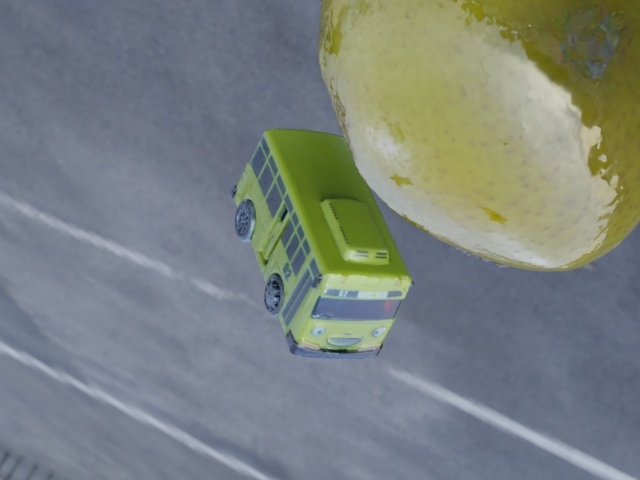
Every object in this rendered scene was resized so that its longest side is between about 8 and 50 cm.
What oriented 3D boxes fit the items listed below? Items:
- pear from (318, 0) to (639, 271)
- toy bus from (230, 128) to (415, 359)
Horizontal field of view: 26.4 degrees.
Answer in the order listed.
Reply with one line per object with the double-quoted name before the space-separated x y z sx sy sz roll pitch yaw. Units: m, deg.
"pear" 0.184 -0.168 1.154 0.386 0.340 0.191 58 160 -12
"toy bus" 0.000 0.000 1.580 0.128 0.262 0.150 4 133 -29
